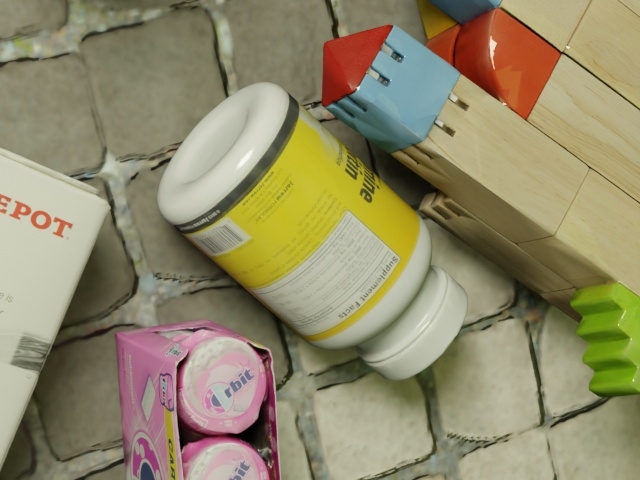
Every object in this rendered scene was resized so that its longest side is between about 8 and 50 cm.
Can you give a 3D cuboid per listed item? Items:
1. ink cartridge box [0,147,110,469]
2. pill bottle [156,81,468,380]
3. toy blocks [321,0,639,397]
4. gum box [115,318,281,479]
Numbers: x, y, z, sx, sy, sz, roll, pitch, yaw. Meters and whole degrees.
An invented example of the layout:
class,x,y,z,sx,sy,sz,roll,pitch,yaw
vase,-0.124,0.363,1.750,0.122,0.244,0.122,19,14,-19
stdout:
class,x,y,z,sx,sy,sz,roll,pitch,yaw
ink cartridge box,-0.233,0.044,0.909,0.160,0.092,0.219,25,85,-25
pill bottle,0.000,0.000,1.005,0.184,0.103,0.103,42,79,-23
toy blocks,0.155,-0.135,1.035,0.261,0.191,0.381,35,72,-15
gum box,-0.069,0.138,0.988,0.062,0.107,0.188,-7,99,-24
